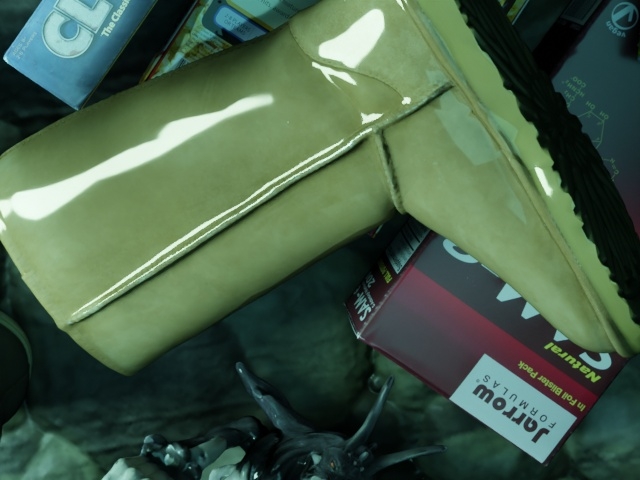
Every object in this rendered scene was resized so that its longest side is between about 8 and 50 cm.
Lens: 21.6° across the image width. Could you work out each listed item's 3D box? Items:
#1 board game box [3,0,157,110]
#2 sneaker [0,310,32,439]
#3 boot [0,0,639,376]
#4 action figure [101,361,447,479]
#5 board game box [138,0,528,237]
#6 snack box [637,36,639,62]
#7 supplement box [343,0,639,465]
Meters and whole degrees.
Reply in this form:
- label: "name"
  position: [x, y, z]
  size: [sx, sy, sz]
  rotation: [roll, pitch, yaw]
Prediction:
- label: "board game box"
  position: [-0.057, -0.180, 0.786]
  size: [0.042, 0.165, 0.243]
  rotation: [35, 97, -11]
- label: "sneaker"
  position: [-0.255, 0.047, 0.840]
  size: [0.222, 0.118, 0.083]
  rotation: [16, 100, -8]
- label: "boot"
  position: [0.000, 0.000, 0.822]
  size: [0.269, 0.089, 0.236]
  rotation: [-29, 96, 24]
- label: "action figure"
  position: [-0.058, 0.178, 0.878]
  size: [0.276, 0.141, 0.164]
  rotation: [-38, 91, 5]
- label: "board game box"
  position: [0.018, -0.122, 0.866]
  size: [0.147, 0.045, 0.193]
  rotation: [32, 98, -11]
- label: "snack box"
  position: [0.259, -0.173, 0.824]
  size: [0.174, 0.070, 0.207]
  rotation: [11, 82, -14]
- label: "supplement box"
  position: [0.135, -0.017, 0.885]
  size: [0.130, 0.073, 0.239]
  rotation: [35, 98, -10]
